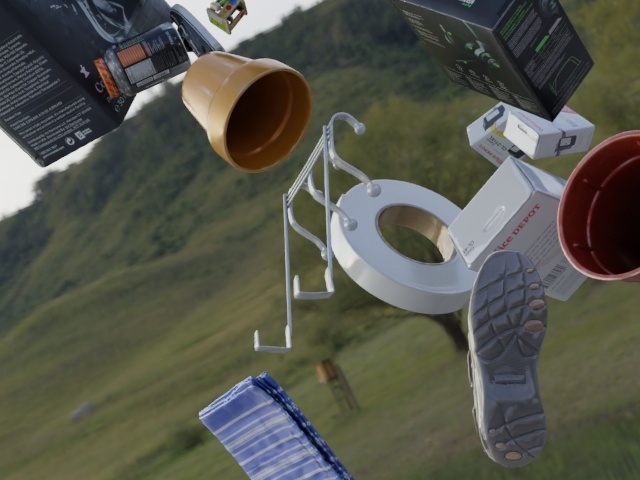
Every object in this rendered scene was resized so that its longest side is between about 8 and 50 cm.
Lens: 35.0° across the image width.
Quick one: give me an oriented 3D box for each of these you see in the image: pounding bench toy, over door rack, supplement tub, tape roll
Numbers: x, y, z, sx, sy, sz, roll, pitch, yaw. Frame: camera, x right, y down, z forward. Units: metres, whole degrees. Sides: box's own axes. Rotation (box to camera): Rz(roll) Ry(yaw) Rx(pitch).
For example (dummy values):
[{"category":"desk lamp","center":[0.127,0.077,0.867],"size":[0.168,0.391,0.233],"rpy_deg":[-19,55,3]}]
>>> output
[{"category":"pounding bench toy","center":[-0.179,-0.451,1.951],"size":[0.065,0.052,0.083],"rpy_deg":[-53,-12,-12]},{"category":"over door rack","center":[0.000,0.000,1.561],"size":[0.108,0.324,0.239],"rpy_deg":[17,-31,-11]},{"category":"supplement tub","center":[-0.390,-0.391,2.220],"size":[0.190,0.117,0.117],"rpy_deg":[-26,-6,-9]},{"category":"tape roll","center":[0.211,0.007,2.375],"size":[0.392,0.392,0.072],"rpy_deg":[-20,-33,-41]}]

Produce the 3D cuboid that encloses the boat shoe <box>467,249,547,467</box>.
[{"category":"boat shoe","center":[0.290,0.192,1.658],"size":[0.132,0.355,0.130],"rpy_deg":[7,-18,-7]}]

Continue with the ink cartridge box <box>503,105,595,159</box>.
[{"category":"ink cartridge box","center":[0.474,-0.228,2.111],"size":[0.151,0.109,0.063],"rpy_deg":[-11,-51,-27]}]

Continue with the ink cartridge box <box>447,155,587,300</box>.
[{"category":"ink cartridge box","center":[0.457,-0.020,2.125],"size":[0.306,0.131,0.226],"rpy_deg":[20,-60,-33]}]

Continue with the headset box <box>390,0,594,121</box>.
[{"category":"headset box","center":[0.279,-0.355,1.684],"size":[0.131,0.246,0.283],"rpy_deg":[-54,-44,-4]}]

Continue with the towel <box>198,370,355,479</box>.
[{"category":"towel","center":[-0.056,0.387,1.717],"size":[0.040,0.336,0.243],"rpy_deg":[-39,0,-41]}]

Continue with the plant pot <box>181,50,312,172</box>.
[{"category":"plant pot","center":[-0.152,-0.255,1.868],"size":[0.205,0.188,0.205],"rpy_deg":[-28,-44,-31]}]

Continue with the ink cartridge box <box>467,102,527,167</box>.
[{"category":"ink cartridge box","center":[0.451,-0.259,2.373],"size":[0.127,0.072,0.175],"rpy_deg":[32,-53,-31]}]

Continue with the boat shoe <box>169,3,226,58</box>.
[{"category":"boat shoe","center":[-0.304,-0.477,2.352],"size":[0.070,0.219,0.077],"rpy_deg":[-40,-38,-4]}]

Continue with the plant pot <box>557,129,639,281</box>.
[{"category":"plant pot","center":[0.616,-0.025,1.819],"size":[0.265,0.272,0.272],"rpy_deg":[20,-36,-35]}]

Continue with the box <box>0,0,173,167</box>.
[{"category":"box","center":[-0.648,-0.522,2.391],"size":[0.297,0.472,0.479],"rpy_deg":[-23,36,32]}]
